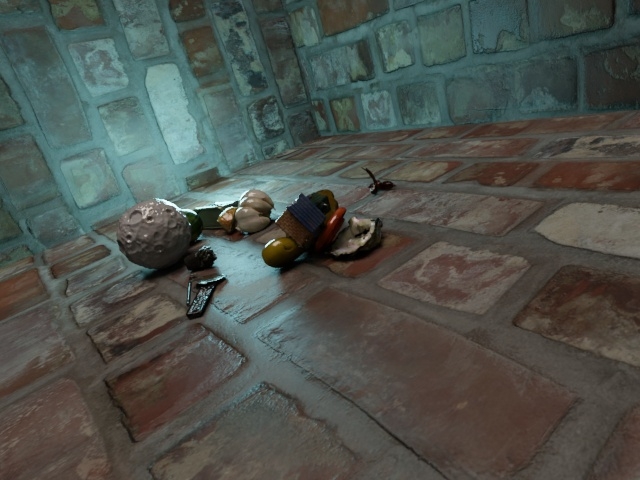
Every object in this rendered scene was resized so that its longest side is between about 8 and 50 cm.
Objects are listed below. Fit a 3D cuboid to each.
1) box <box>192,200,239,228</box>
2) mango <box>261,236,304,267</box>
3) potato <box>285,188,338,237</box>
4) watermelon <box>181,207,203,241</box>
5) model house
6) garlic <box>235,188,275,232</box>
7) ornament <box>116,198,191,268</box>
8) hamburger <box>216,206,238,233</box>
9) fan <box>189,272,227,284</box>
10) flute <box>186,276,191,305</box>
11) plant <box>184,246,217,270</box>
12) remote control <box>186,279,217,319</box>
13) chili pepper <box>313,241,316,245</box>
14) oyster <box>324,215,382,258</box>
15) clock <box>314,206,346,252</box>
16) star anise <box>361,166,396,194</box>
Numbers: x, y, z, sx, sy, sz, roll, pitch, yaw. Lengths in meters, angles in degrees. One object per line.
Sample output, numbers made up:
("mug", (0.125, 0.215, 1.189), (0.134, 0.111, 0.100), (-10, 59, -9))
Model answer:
("box", (-0.583, -0.159, 2.425), (0.273, 0.139, 0.178), (0, 23, 35))
("mango", (-0.134, 0.039, 1.630), (0.195, 0.137, 0.098), (-20, 65, -19))
("potato", (-0.036, -0.090, 1.848), (0.195, 0.177, 0.369), (25, 41, 8))
("watermelon", (-0.725, -0.081, 2.254), (0.187, 0.188, 0.215), (-6, 38, 24))
("model house", (-0.039, -0.100, 1.603), (0.172, 0.166, 0.183), (-52, -6, 37))
("garlic", (-0.339, -0.170, 2.207), (0.202, 0.185, 0.281), (0, 22, 0))
("ornament", (-0.775, -0.021, 1.983), (0.336, 0.338, 0.337), (-14, 22, 6))
("hamburger", (-0.498, -0.121, 2.234), (0.102, 0.087, 0.176), (17, 51, -8))
("fan", (-0.481, 0.152, 1.729), (0.131, 0.009, 0.219), (-17, 13, -43))
("flute", (-0.524, 0.199, 1.674), (0.014, 0.014, 0.269), (-20, 21, -8))
("plant", (-0.529, 0.083, 1.866), (0.143, 0.095, 0.092), (-24, 6, 12))
("remote control", (-0.437, 0.213, 1.562), (0.063, 0.025, 0.245), (-13, 21, 6))
("chili pepper", (0.000, 0.000, 1.764), (0.027, 0.022, 0.083), (5, 34, 40))
("oyster", (0.139, -0.014, 1.613), (0.198, 0.092, 0.260), (3, 46, 47))
("clock", (0.042, -0.040, 1.645), (0.051, 0.205, 0.205), (32, 33, 3))
("star anise", (0.291, -0.319, 2.171), (0.140, 0.145, 0.158), (-15, 19, -18))
